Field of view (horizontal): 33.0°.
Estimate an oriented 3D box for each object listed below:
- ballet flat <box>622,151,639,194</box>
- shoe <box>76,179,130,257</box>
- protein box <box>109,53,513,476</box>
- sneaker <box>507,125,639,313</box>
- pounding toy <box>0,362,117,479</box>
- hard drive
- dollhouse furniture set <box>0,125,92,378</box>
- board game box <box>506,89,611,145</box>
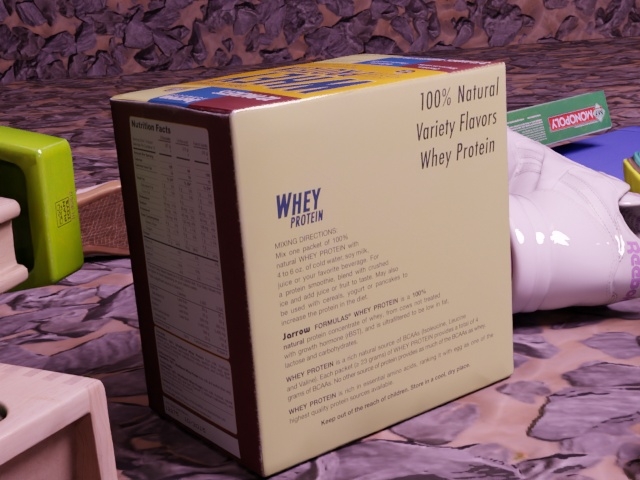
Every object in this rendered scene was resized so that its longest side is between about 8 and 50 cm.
[{"bbox_3d":[0.287,-0.011,0.859,0.077,0.077,0.231,21,13,-14],"label":"ballet flat"},{"bbox_3d":[-0.222,-0.019,1.031,0.219,0.077,0.058,-13,22,-22],"label":"shoe"},{"bbox_3d":[0.000,0.000,0.662,0.199,0.201,0.136,-15,19,-35],"label":"protein box"},{"bbox_3d":[0.181,-0.018,0.890,0.152,0.114,0.305,2,24,-3],"label":"sneaker"},{"bbox_3d":[-0.151,0.104,0.443,0.100,0.141,0.130,4,17,29],"label":"pounding toy"},{"bbox_3d":[0.308,-0.068,1.123,0.318,0.040,0.210,-16,19,-37],"label":"hard drive"},{"bbox_3d":[-0.249,0.063,0.512,0.151,0.198,0.301,2,16,17],"label":"dollhouse furniture set"},{"bbox_3d":[0.126,-0.093,1.151,0.317,0.046,0.213,-16,2,-35],"label":"board game box"}]
